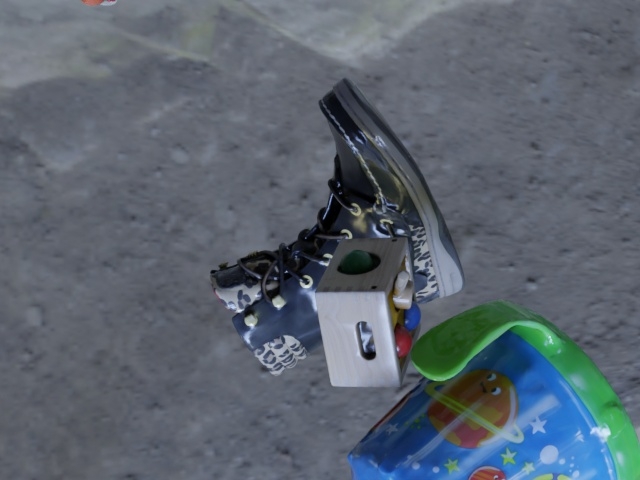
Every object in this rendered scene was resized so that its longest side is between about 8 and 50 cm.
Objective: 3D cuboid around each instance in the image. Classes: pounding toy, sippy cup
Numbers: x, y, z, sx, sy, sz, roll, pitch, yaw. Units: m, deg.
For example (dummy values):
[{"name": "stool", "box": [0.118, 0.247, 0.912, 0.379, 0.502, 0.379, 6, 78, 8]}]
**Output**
[{"name": "pounding toy", "box": [0.058, 0.062, 1.386, 0.100, 0.130, 0.141, -1, 118, 17]}, {"name": "sippy cup", "box": [0.158, 0.217, 1.403, 0.305, 0.224, 0.240, 58, 162, -6]}]

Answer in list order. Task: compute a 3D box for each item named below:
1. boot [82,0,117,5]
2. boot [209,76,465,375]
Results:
[{"name": "boot", "box": [-0.141, -0.205, 1.008, 0.084, 0.059, 0.158, -63, 17, -3]}, {"name": "boot", "box": [0.000, 0.000, 1.704, 0.284, 0.377, 0.138, -29, 51, 1]}]
